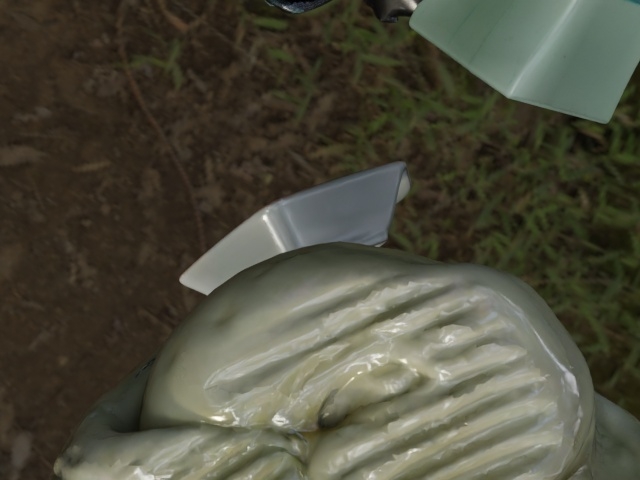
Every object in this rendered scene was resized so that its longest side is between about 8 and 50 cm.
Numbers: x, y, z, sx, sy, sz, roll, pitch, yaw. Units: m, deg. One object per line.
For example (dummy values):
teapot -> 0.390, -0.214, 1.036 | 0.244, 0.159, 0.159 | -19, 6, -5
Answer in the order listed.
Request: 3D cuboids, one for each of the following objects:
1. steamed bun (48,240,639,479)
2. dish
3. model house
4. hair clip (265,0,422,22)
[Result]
steamed bun -> 0.029, 0.186, 0.725 | 0.339, 0.352, 0.247 | -46, 171, 0
dish -> 0.000, 0.000, 1.204 | 0.234, 0.064, 0.154 | -22, 168, -46
model house -> 0.151, -0.162, 0.814 | 0.127, 0.100, 0.149 | 6, 121, -49
hair clip -> 0.078, -0.304, 1.098 | 0.310, 0.206, 0.194 | -56, 176, -28
